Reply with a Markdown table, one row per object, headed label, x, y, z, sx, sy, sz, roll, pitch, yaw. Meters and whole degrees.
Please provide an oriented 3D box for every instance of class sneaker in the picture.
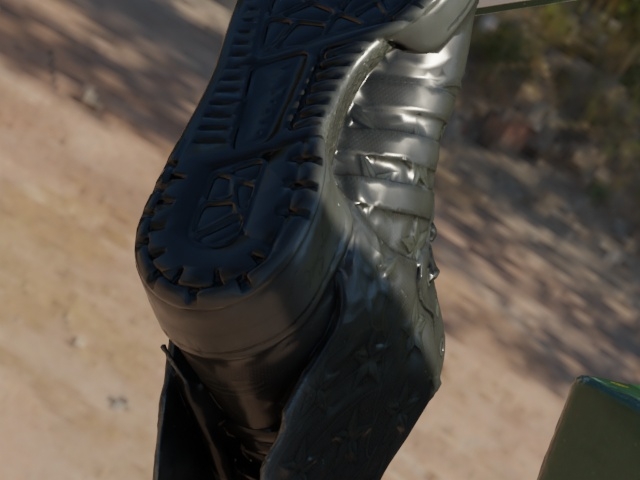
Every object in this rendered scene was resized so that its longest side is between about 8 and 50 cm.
| label | x | y | z | sx | sy | sz | roll | pitch | yaw |
| --- | --- | --- | --- | --- | --- | --- | --- | --- | --- |
| sneaker | 0.002 | 0.000 | 0.399 | 0.051 | 0.089 | 0.170 | 6 | 48 | 26 |

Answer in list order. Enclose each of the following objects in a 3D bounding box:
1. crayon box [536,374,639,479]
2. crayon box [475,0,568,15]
| label | x | y | z | sx | sy | sz | roll | pitch | yaw |
| --- | --- | --- | --- | --- | --- | --- | --- | --- | --- |
| crayon box | 0.238 | 0.143 | 0.552 | 0.202 | 0.081 | 0.318 | 13 | 10 | -39 |
| crayon box | 0.086 | -0.378 | 1.131 | 0.106 | 0.363 | 0.313 | -8 | 38 | 8 |
